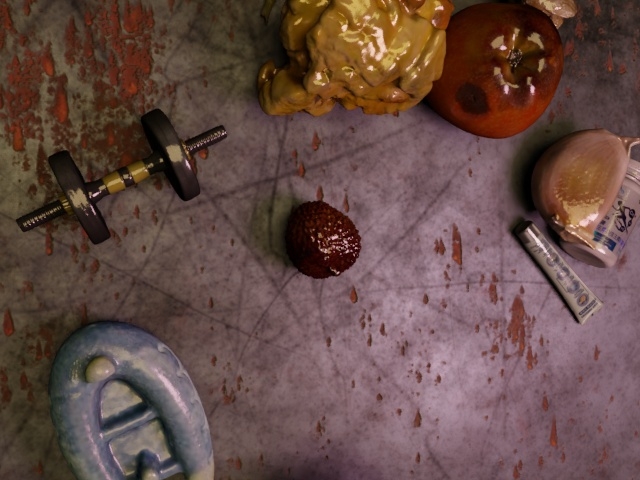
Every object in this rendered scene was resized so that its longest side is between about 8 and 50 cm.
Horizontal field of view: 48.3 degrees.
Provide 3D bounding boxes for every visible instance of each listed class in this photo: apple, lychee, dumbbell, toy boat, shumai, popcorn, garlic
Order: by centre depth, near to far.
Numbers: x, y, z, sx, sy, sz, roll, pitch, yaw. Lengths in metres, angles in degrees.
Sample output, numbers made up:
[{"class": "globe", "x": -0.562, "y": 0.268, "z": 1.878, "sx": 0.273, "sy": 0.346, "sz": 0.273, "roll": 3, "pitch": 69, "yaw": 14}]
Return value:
[{"class": "dumbbell", "x": -0.285, "y": -0.094, "z": 1.046, "sx": 0.325, "sy": 0.143, "sz": 0.143, "roll": -28, "pitch": 100, "yaw": -14}, {"class": "toy boat", "x": -0.284, "y": 0.278, "z": 1.076, "sx": 0.215, "sy": 0.123, "sz": 0.330, "roll": -20, "pitch": 99, "yaw": -14}, {"class": "popcorn", "x": 0.045, "y": -0.296, "z": 1.081, "sx": 0.332, "sy": 0.265, "sz": 0.225, "roll": -27, "pitch": 60, "yaw": 8}, {"class": "lychee", "x": 0.002, "y": -0.002, "z": 1.152, "sx": 0.123, "sy": 0.123, "sz": 0.129, "roll": -9, "pitch": 87, "yaw": -16}, {"class": "apple", "x": 0.288, "y": -0.286, "z": 1.176, "sx": 0.230, "sy": 0.230, "sz": 0.230, "roll": -1, "pitch": 93, "yaw": -17}, {"class": "shumai", "x": 0.375, "y": -0.399, "z": 1.257, "sx": 0.145, "sy": 0.145, "sz": 0.116, "roll": 10, "pitch": 128, "yaw": -17}, {"class": "garlic", "x": 0.471, "y": -0.133, "z": 1.272, "sx": 0.148, "sy": 0.128, "sz": 0.266, "roll": 33, "pitch": 92, "yaw": -7}]

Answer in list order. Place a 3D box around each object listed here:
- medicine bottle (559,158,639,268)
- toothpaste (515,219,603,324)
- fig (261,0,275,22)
[{"class": "medicine bottle", "x": 0.528, "y": -0.053, "z": 1.313, "sx": 0.107, "sy": 0.107, "sz": 0.191, "roll": 32, "pitch": 84, "yaw": -16}, {"class": "toothpaste", "x": 0.445, "y": 0.059, "z": 1.330, "sx": 0.062, "sy": 0.039, "sz": 0.239, "roll": -44, "pitch": 105, "yaw": -6}, {"class": "fig", "x": -0.014, "y": -0.455, "z": 1.128, "sx": 0.159, "sy": 0.159, "sz": 0.257, "roll": 35, "pitch": 102, "yaw": -15}]
